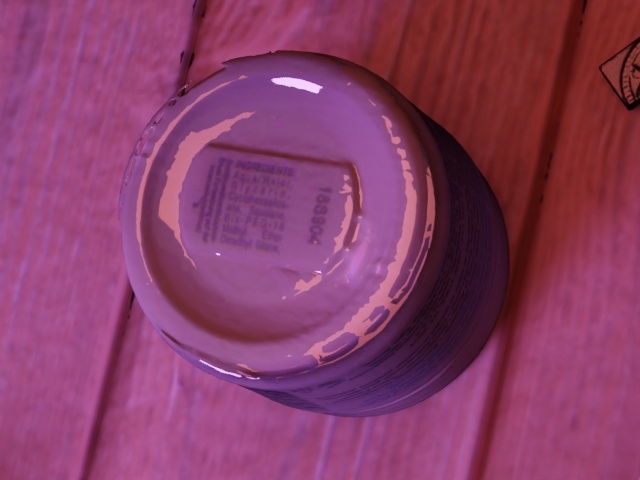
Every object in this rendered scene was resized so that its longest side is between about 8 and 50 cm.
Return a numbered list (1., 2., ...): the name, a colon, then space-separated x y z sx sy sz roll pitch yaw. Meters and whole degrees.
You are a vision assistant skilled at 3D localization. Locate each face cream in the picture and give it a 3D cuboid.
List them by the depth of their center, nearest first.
1. face cream: 0.000 0.000 1.054 0.177 0.153 0.177 -4 77 18

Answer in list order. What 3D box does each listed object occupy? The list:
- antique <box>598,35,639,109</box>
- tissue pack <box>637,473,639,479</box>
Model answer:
1. antique: 0.237 -0.138 1.076 0.192 0.015 0.031 -37 71 8
2. tissue pack: 0.317 0.037 0.956 0.242 0.125 0.343 20 88 20
